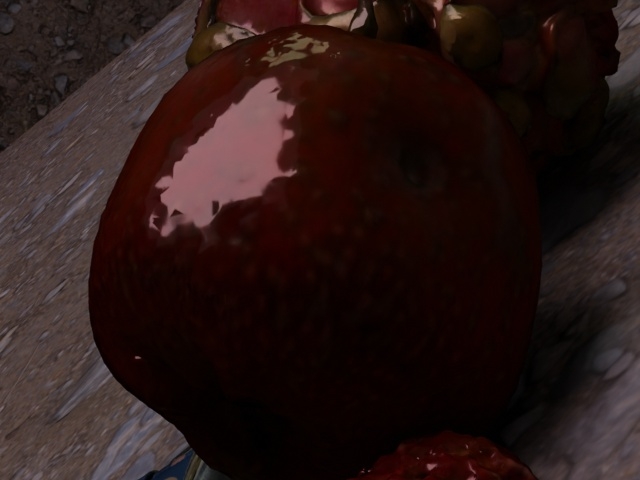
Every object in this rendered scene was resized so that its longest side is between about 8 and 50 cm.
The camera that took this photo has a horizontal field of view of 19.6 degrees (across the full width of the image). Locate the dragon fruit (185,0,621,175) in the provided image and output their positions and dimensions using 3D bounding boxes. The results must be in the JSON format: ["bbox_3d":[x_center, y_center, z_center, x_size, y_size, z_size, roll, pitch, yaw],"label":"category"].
[{"bbox_3d":[0.069,-0.138,1.282,0.296,0.314,0.263,-47,20,-18],"label":"dragon fruit"}]

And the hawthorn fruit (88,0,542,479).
[{"bbox_3d":[0.000,0.000,1.097,0.275,0.275,0.299,-7,70,66],"label":"hawthorn fruit"}]

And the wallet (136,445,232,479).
[{"bbox_3d":[-0.137,0.223,1.270,0.202,0.059,0.141,-34,24,36],"label":"wallet"}]

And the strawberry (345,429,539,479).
[{"bbox_3d":[0.005,0.170,0.956,0.236,0.111,0.190,-48,13,-22],"label":"strawberry"}]
